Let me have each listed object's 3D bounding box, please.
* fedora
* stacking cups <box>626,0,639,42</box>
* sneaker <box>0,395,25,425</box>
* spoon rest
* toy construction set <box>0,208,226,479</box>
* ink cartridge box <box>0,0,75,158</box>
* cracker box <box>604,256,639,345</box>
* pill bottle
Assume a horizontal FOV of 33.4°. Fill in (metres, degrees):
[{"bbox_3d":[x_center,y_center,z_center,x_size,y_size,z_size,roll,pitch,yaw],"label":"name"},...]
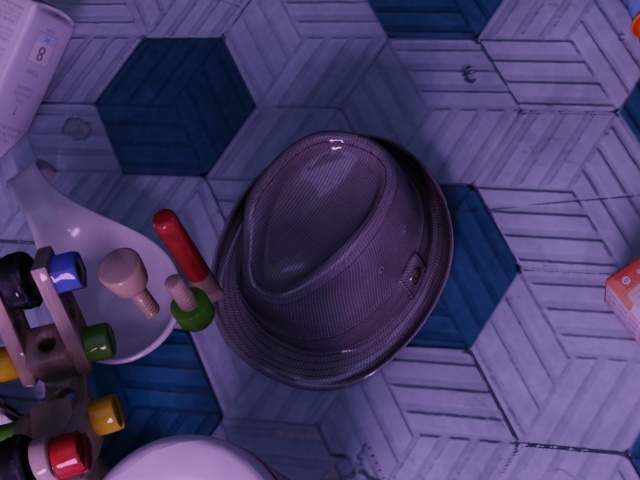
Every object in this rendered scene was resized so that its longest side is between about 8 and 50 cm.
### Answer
[{"bbox_3d":[0.000,0.000,1.049,0.244,0.124,0.275,34,80,23],"label":"fedora"},{"bbox_3d":[0.351,-0.253,1.096,0.096,0.096,0.316,-11,73,9],"label":"stacking cups"},{"bbox_3d":[-0.359,0.185,1.095,0.170,0.068,0.071,34,86,21],"label":"sneaker"},{"bbox_3d":[-0.252,0.013,1.125,0.137,0.084,0.276,-41,66,-4],"label":"spoon rest"},{"bbox_3d":[-0.211,0.140,1.002,0.309,0.237,0.257,-37,52,-9],"label":"toy construction set"},{"bbox_3d":[-0.502,-0.150,1.266,0.308,0.091,0.385,26,94,20],"label":"ink cartridge box"},{"bbox_3d":[0.389,0.089,0.957,0.156,0.067,0.232,-35,67,-1],"label":"cracker box"},{"bbox_3d":[-0.070,0.262,0.870,0.160,0.283,0.160,-5,68,12],"label":"pill bottle"}]
